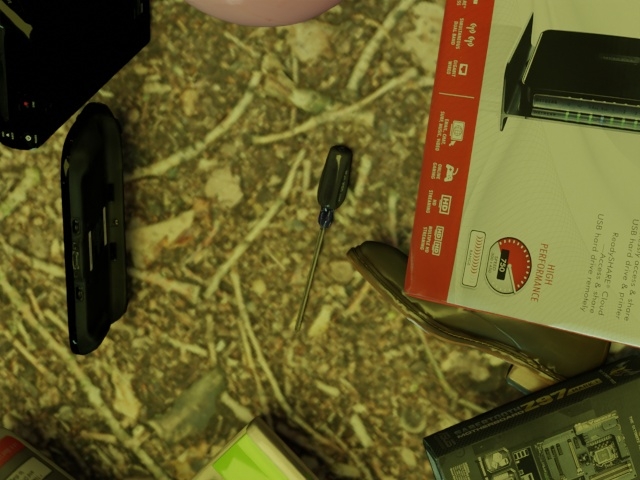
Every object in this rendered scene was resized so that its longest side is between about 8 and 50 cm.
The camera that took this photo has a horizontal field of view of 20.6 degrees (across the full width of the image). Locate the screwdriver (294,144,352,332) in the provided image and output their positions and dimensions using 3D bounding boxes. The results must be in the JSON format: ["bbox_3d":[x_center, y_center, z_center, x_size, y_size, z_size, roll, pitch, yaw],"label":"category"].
[{"bbox_3d":[0.000,0.000,1.432,0.024,0.025,0.170,19,119,11],"label":"screwdriver"}]

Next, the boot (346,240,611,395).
[{"bbox_3d":[0.134,0.035,1.371,0.219,0.082,0.106,32,102,-4],"label":"boot"}]

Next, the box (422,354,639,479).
[{"bbox_3d":[0.201,0.227,1.341,0.183,0.059,0.233,-21,103,-4],"label":"box"}]

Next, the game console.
[{"bbox_3d":[-0.189,-0.072,1.372,0.044,0.213,0.361,9,119,15],"label":"game console"}]

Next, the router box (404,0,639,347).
[{"bbox_3d":[0.217,-0.101,1.191,0.301,0.082,0.335,11,95,42],"label":"router box"}]

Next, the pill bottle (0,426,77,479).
[{"bbox_3d":[-0.199,0.341,1.484,0.363,0.210,0.210,36,113,5],"label":"pill bottle"}]

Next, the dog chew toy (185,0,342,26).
[{"bbox_3d":[0.017,-0.270,1.209,0.332,0.206,0.207,-12,102,43],"label":"dog chew toy"}]

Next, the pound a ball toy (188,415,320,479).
[{"bbox_3d":[0.041,0.276,1.452,0.208,0.136,0.319,-44,89,-2],"label":"pound a ball toy"}]
